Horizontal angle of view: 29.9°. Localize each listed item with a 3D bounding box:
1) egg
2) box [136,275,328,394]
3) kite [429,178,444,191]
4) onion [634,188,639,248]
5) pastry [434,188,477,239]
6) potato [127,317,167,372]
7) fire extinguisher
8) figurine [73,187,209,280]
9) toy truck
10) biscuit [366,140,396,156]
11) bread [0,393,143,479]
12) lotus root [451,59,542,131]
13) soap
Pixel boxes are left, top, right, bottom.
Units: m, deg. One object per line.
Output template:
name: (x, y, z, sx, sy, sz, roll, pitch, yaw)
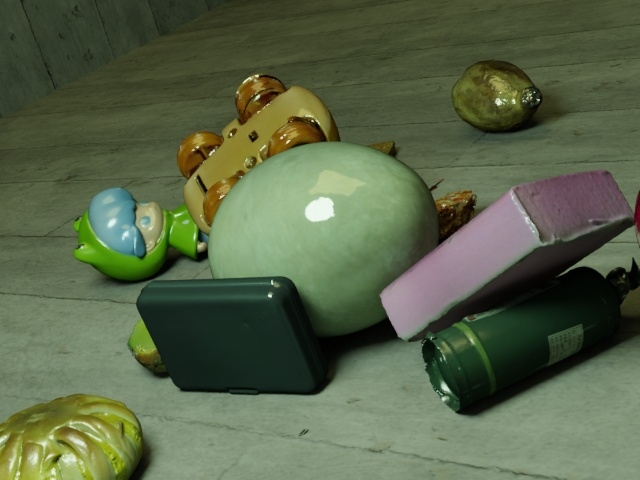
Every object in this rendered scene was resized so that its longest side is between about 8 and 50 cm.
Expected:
egg: (0.000, 0.000, 1.570, 0.258, 0.258, 0.352, -33, 17, -35)
box: (-0.113, 0.118, 1.501, 0.230, 0.160, 0.050, -3, 31, 32)
kite: (0.114, -0.040, 1.844, 0.189, 0.009, 0.232, -36, -6, 11)
onion: (0.470, 0.014, 1.317, 0.272, 0.195, 0.272, 2, 47, -2)
pastry: (0.162, -0.022, 1.781, 0.169, 0.063, 0.087, -23, 16, -22)
potato: (-0.210, 0.136, 1.687, 0.119, 0.054, 0.198, -26, 17, -9)
fire extinguisher: (0.260, 0.092, 1.368, 0.294, 0.118, 0.093, -24, 62, -15)
figurine: (-0.280, -0.012, 2.007, 0.263, 0.143, 0.162, -3, 41, -10)
toy truck: (-0.083, -0.091, 1.809, 0.288, 0.211, 0.204, -41, 42, 6)
biscuit: (0.058, -0.121, 2.151, 0.131, 0.025, 0.231, -9, 22, 19)
bread: (-0.315, 0.249, 1.421, 0.213, 0.104, 0.213, -17, 18, 6)
lotus root: (0.318, -0.254, 2.142, 0.138, 0.138, 0.214, -24, 23, -16)
soap: (0.212, 0.020, 1.378, 0.181, 0.081, 0.259, -13, -21, -39)
